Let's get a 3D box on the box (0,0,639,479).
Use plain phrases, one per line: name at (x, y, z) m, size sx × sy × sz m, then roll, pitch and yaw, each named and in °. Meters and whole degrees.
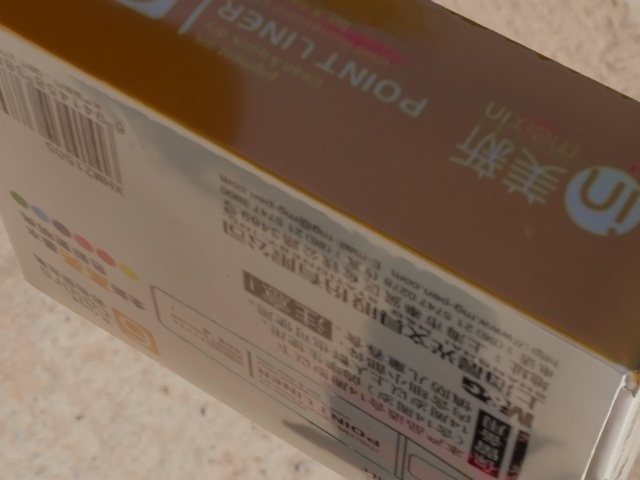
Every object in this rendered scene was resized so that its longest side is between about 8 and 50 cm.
box at (0.000, 0.000, 0.552) m, size 0.091 × 0.273 × 0.221 m, roll -52°, pitch 164°, yaw -24°
